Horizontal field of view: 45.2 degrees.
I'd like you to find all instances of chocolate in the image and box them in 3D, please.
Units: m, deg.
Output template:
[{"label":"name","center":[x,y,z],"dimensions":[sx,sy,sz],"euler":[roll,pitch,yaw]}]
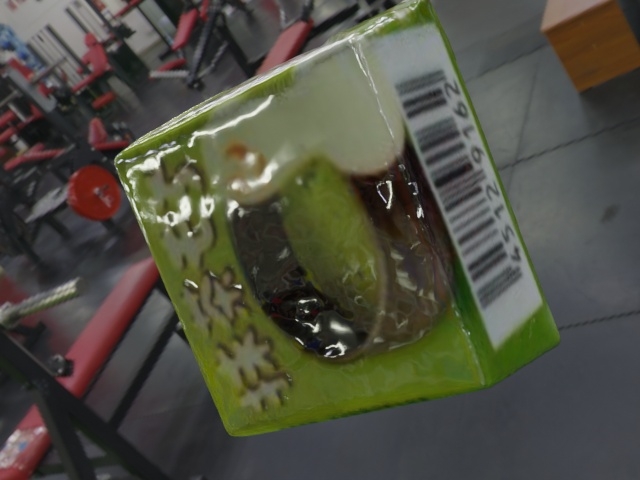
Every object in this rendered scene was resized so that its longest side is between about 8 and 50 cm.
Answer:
[{"label":"chocolate","center":[0.000,0.000,0.630],"dimensions":[0.288,0.301,0.137],"euler":[-19,4,33]}]
